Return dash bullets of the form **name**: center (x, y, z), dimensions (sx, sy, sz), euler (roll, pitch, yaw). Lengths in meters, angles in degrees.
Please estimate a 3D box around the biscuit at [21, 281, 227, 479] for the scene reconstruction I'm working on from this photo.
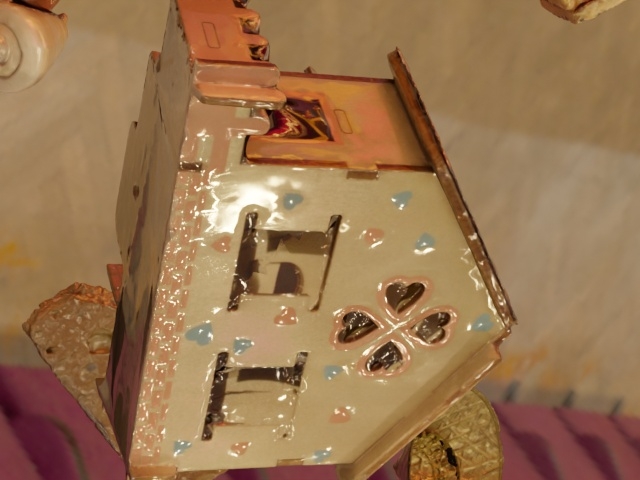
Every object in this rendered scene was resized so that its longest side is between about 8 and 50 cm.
- **biscuit**: center (-0.123, 0.104, 1.209), dimensions (0.131, 0.026, 0.237), euler (-34, 128, -6)

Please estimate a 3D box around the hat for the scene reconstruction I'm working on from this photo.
- **hat**: center (0.087, 0.189, 1.294), dimensions (0.146, 0.067, 0.146), euler (2, 88, -53)

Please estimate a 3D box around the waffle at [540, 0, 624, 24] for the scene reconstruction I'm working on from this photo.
- **waffle**: center (0.279, -0.261, 1.478), dimensions (0.148, 0.102, 0.042), euler (-31, 114, -3)

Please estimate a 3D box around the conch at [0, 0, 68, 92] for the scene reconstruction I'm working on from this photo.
- **conch**: center (-0.412, -0.285, 2.095), dimensions (0.255, 0.127, 0.158), euler (-80, 166, -76)

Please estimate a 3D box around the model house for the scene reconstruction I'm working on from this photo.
- **model house**: center (0.000, 0.000, 0.979), dimensions (0.244, 0.169, 0.326), euler (3, 124, -15)
